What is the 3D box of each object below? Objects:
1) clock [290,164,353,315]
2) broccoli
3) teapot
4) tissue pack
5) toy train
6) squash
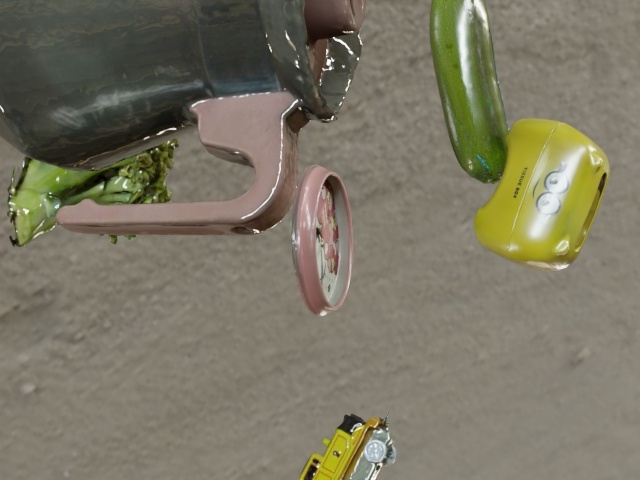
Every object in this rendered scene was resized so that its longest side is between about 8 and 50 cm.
[{"bbox_3d":[-0.001,0.000,2.004,0.056,0.244,0.244,-1,155,16],"label":"clock"},{"bbox_3d":[-0.272,-0.095,1.575,0.180,0.273,0.242,1,129,5],"label":"broccoli"},{"bbox_3d":[-0.142,-0.187,1.170,0.362,0.376,0.305,-3,164,17],"label":"teapot"},{"bbox_3d":[0.278,-0.051,1.523,0.123,0.127,0.178,23,89,-56],"label":"tissue pack"},{"bbox_3d":[0.049,0.385,2.168,0.219,0.127,0.089,-62,161,-5],"label":"toy train"},{"bbox_3d":[0.189,-0.235,1.626,0.087,0.331,0.087,-8,177,0],"label":"squash"}]
